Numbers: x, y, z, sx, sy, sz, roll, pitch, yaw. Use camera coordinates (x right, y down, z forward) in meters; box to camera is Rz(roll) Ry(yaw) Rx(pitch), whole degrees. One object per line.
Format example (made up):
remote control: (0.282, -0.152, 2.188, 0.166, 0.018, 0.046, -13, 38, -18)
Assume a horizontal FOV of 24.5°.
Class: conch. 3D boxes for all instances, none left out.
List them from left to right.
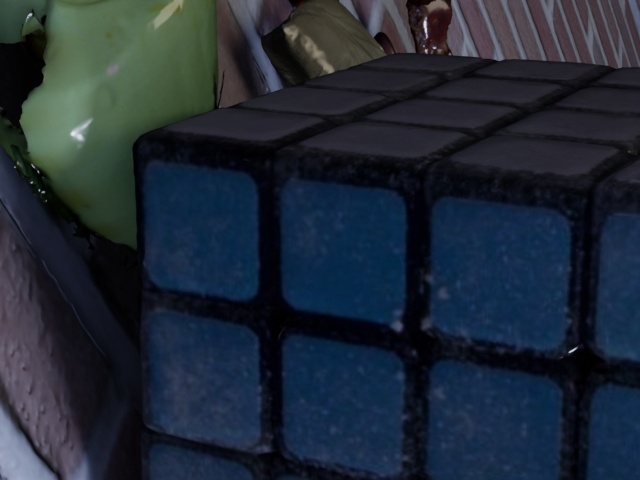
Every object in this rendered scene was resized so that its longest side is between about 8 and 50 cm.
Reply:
conch: (-0.124, -0.078, 0.830, 0.143, 0.137, 0.250, -118, -156, -60)

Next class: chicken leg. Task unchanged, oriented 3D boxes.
chicken leg: (0.131, -0.091, 1.488, 0.177, 0.083, 0.322, 25, 57, -78)

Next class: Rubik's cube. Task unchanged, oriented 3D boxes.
Rubik's cube: (0.119, 0.083, 0.858, 0.344, 0.345, 0.337, -28, 121, -58)

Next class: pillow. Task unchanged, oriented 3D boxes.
pillow: (0.050, -0.101, 1.199, 0.229, 0.050, 0.148, 51, 34, -11)

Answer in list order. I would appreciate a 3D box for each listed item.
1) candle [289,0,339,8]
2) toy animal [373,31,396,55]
candle: (-0.010, -0.274, 1.291, 0.048, 0.053, 0.162, 37, 43, -68)
toy animal: (0.073, -0.056, 1.327, 0.195, 0.090, 0.324, 64, 25, -18)
